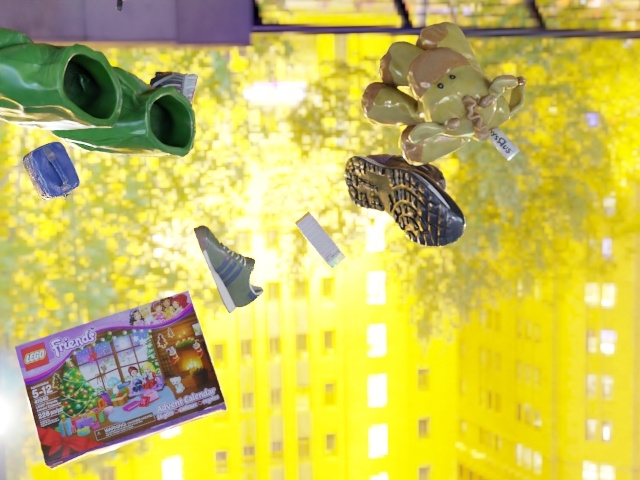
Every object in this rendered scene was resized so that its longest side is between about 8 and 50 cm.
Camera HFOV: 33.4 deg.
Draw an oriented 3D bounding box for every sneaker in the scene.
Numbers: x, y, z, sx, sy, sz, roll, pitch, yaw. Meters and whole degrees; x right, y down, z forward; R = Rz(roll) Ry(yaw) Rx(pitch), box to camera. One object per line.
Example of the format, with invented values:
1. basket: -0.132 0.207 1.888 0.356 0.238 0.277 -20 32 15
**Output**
1. sneaker: -0.164 0.042 1.970 0.086 0.192 0.064 -22 -150 -2
2. sneaker: -0.225 -0.195 1.545 0.074 0.063 0.170 11 -142 -6
3. sneaker: 0.158 -0.081 1.649 0.124 0.107 0.283 -13 -152 -25

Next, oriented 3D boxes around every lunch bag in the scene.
1. lunch bag: -0.450 -0.113 1.793 0.067 0.098 0.065 -30 -170 -27

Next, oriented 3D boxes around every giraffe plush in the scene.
1. giraffe plush: 0.154 -0.169 1.288 0.210 0.181 0.170 31 -173 7

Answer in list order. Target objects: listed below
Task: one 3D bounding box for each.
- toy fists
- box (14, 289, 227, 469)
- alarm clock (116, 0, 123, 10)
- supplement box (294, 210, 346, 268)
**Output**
1. toy fists: -0.256 -0.152 1.137 0.142 0.096 0.279 2 174 24
2. box: -0.318 0.220 1.704 0.293 0.201 0.057 -18 160 -8
3. alarm clock: -0.263 -0.396 1.444 0.129 0.064 0.192 -1 148 -18
4. supplement box: 0.000 0.000 1.913 0.036 0.098 0.062 -39 166 1
